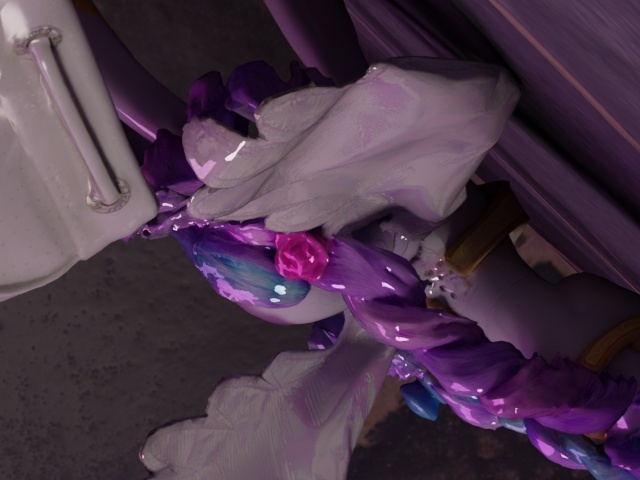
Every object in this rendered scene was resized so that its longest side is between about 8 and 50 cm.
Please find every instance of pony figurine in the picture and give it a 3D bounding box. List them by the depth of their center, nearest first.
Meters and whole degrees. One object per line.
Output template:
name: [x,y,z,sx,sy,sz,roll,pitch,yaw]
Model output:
pony figurine: [0.000,0.000,0.908,0.351,0.303,0.363,-10,-139,-45]

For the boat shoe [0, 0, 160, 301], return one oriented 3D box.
boat shoe: [-0.103,-0.134,0.522,0.136,0.156,0.367,-125,18,-51]
